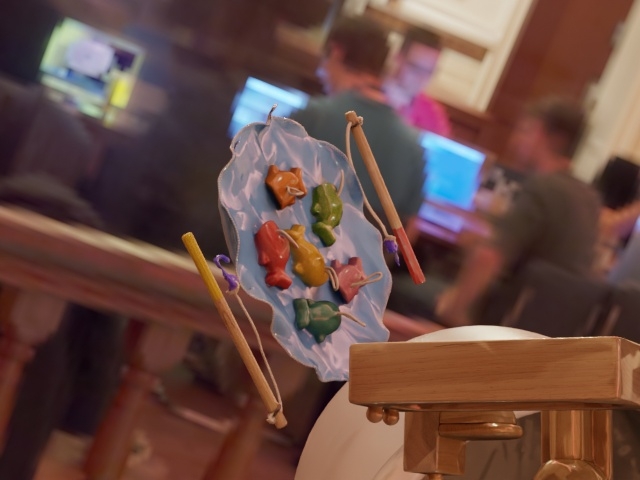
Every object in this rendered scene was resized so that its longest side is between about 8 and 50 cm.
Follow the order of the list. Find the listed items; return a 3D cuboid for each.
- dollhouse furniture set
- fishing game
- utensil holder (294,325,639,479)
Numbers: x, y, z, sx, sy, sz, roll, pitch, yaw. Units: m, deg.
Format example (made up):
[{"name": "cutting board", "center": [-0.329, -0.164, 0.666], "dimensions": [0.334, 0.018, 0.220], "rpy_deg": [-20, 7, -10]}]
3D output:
[{"name": "dollhouse furniture set", "center": [0.105, 0.111, 0.824], "dimensions": [0.144, 0.123, 0.151], "rpy_deg": [-3, -10, 24]}, {"name": "fishing game", "center": [0.000, 0.000, 1.293], "dimensions": [0.041, 0.189, 0.264], "rpy_deg": [-19, 7, 30]}, {"name": "utensil holder", "center": [0.146, 0.228, 1.352], "dimensions": [0.327, 0.328, 0.385], "rpy_deg": [21, 2, -6]}]
